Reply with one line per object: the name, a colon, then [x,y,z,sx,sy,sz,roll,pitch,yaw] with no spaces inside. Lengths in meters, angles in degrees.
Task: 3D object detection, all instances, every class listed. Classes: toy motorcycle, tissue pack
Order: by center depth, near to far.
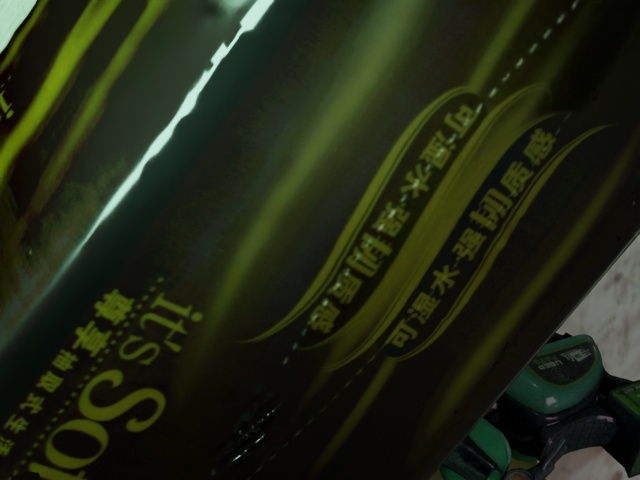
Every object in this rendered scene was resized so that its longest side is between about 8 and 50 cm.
tissue pack: [-0.010,-0.051,0.577,0.210,0.198,0.370,25,109,-42]
toy motorcycle: [0.106,0.099,0.824,0.173,0.100,0.058,-13,130,-35]

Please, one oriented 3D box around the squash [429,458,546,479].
squash: [0.034,0.233,0.826,0.237,0.155,0.204,-11,62,-37]
